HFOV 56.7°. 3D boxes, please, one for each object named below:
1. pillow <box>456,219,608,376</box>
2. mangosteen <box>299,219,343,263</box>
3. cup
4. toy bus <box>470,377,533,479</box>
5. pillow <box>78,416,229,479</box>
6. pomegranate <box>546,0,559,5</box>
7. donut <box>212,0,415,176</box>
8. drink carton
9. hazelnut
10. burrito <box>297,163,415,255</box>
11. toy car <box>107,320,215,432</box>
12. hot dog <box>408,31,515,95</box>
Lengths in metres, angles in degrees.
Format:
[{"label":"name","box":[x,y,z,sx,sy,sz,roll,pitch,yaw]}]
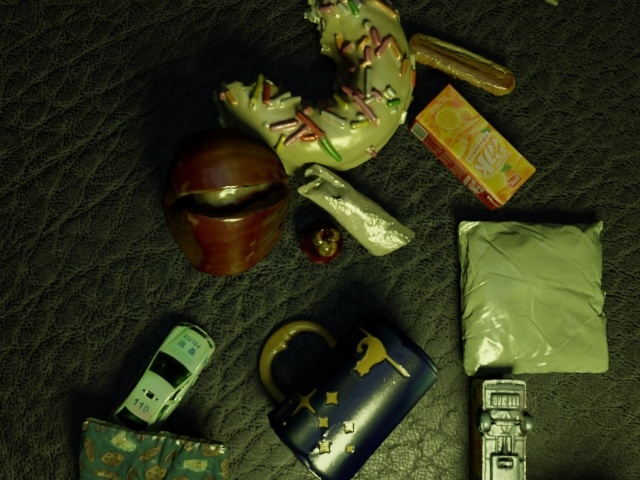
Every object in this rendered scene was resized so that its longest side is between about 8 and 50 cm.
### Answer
[{"label":"pillow","box":[0.386,0.100,1.066,0.274,0.076,0.281,0,85,-4]},{"label":"mangosteen","box":[0.000,0.001,1.058,0.080,0.081,0.081,0,85,-2]},{"label":"cup","box":[0.028,0.231,0.990,0.255,0.178,0.256,43,82,0]},{"label":"toy bus","box":[0.305,0.369,1.024,0.092,0.106,0.268,1,87,-3]},{"label":"pillow","box":[-0.279,0.394,0.997,0.255,0.034,0.189,9,112,-2]},{"label":"pomegranate","box":[0.408,-0.516,1.099,0.163,0.125,0.138,34,72,0]},{"label":"donut","box":[0.011,-0.281,1.046,0.307,0.150,0.371,37,86,-3]},{"label":"drink carton","box":[0.275,-0.169,1.088,0.096,0.071,0.223,-44,88,-7]},{"label":"hazelnut","box":[-0.154,-0.064,0.994,0.217,0.217,0.252,-2,114,-3]},{"label":"burrito","box":[0.056,-0.052,1.048,0.226,0.060,0.087,37,120,-16]},{"label":"toy car","box":[-0.275,0.246,1.025,0.090,0.076,0.224,35,85,2]},{"label":"hot dog","box":[0.262,-0.330,1.115,0.215,0.047,0.066,21,70,0]}]
